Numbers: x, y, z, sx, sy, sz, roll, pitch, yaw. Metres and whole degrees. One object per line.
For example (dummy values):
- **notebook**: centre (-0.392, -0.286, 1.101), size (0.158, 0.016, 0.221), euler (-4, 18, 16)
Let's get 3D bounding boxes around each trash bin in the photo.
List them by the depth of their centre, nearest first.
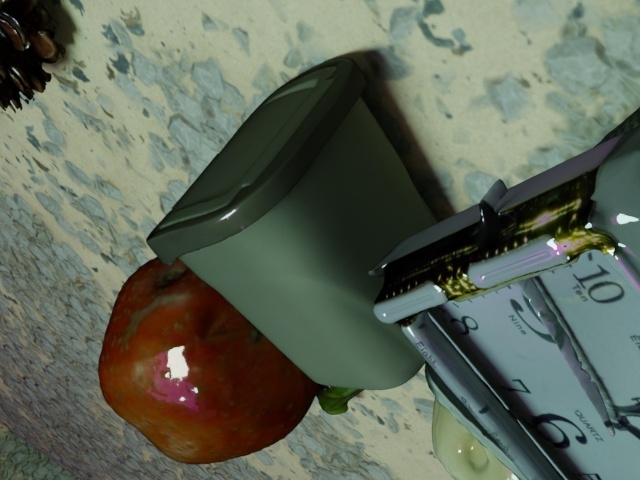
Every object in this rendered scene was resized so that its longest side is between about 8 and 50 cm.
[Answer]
- **trash bin**: centre (0.000, 0.000, 0.813), size (0.219, 0.220, 0.250), euler (-5, 132, 51)

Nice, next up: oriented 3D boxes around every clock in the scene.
- **clock**: centre (0.153, 0.069, 0.389), size (0.253, 0.083, 0.186), euler (50, 145, -8)

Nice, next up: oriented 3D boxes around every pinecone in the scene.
- **pinecone**: centre (-0.419, -0.231, 0.987), size (0.221, 0.221, 0.221), euler (28, 145, 22)

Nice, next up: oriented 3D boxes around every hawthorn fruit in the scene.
- **hawthorn fruit**: centre (-0.123, 0.132, 1.050), size (0.299, 0.275, 0.275), euler (-27, 108, 42)

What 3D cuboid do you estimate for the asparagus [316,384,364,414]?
- **asparagus**: centre (0.049, 0.151, 1.052), size (0.085, 0.082, 0.343), euler (11, 154, -18)

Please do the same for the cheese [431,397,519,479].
- **cheese**: centre (0.211, 0.149, 0.755), size (0.218, 0.235, 0.117), euler (7, 117, 9)

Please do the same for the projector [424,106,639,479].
- **projector**: centre (0.327, 0.070, 0.499), size (0.395, 0.242, 0.405), euler (43, 146, 4)
